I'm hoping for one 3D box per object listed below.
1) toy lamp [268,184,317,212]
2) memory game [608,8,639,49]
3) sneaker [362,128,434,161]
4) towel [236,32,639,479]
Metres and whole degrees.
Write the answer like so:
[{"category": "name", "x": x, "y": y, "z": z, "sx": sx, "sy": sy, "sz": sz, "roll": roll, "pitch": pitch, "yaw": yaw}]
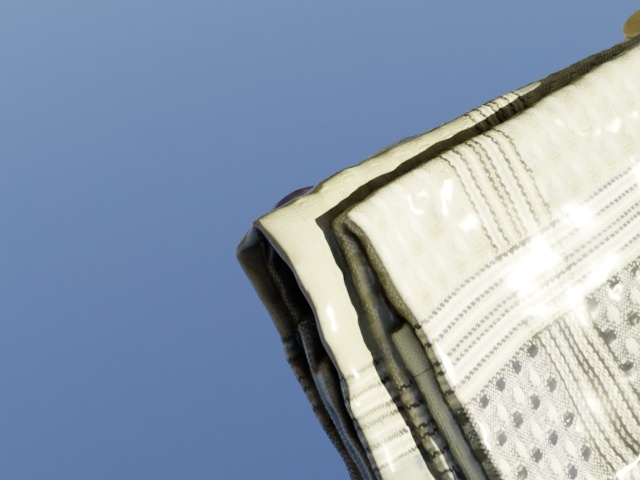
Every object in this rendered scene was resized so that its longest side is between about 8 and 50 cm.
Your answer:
[{"category": "toy lamp", "x": 0.000, "y": 0.000, "z": 1.206, "sx": 0.080, "sy": 0.080, "sz": 0.275, "roll": -17, "pitch": -177, "yaw": 2}, {"category": "memory game", "x": 0.260, "y": -0.138, "z": 1.165, "sx": 0.186, "sy": 0.012, "sz": 0.186, "roll": -30, "pitch": -154, "yaw": 17}, {"category": "sneaker", "x": 0.196, "y": -0.098, "z": 1.951, "sx": 0.366, "sy": 0.150, "sz": 0.135, "roll": -11, "pitch": -117, "yaw": 9}, {"category": "towel", "x": 0.140, "y": 0.078, "z": 0.791, "sx": 0.324, "sy": 0.312, "sz": 0.056, "roll": -29, "pitch": -175, "yaw": -42}]
